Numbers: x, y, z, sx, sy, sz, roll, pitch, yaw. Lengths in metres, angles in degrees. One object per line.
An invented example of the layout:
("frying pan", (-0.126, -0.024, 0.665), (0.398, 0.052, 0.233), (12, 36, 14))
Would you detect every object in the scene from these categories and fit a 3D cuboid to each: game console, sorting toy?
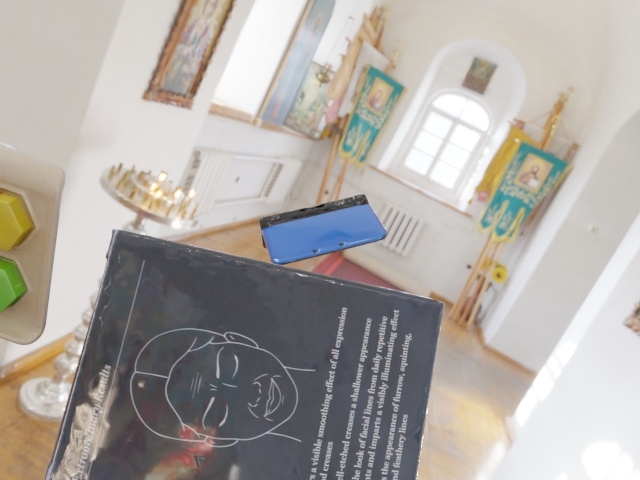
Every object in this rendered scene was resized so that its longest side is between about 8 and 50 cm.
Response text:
("game console", (0.000, 0.000, 1.479), (0.293, 0.173, 0.250), (-13, -22, -8))
("sorting toy", (-0.370, -0.005, 0.582), (0.193, 0.208, 0.038), (19, 20, 0))

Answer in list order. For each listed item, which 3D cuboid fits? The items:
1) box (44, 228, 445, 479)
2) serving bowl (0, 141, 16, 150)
("box", (-0.084, 0.182, 0.714), (0.396, 0.293, 0.212), (14, -10, -8))
("serving bowl", (-0.676, -0.194, 1.164), (0.083, 0.027, 0.083), (25, 0, 0))
